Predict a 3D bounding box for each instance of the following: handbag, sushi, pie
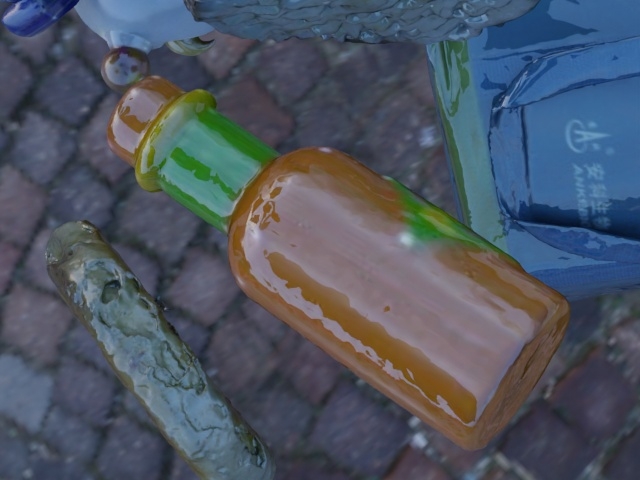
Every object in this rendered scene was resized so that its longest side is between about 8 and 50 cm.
[{"bbox_3d":[0.191,-0.093,1.111,0.241,0.222,0.263,-9,119,12],"label":"handbag"},{"bbox_3d":[0.014,-0.121,0.760,0.090,0.150,0.078,140,122,-65],"label":"sushi"},{"bbox_3d":[-0.096,0.064,1.087,0.046,0.195,0.195,-39,84,-7],"label":"pie"}]

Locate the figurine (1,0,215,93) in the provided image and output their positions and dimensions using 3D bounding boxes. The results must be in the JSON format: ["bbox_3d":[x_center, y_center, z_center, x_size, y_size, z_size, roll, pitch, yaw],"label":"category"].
[{"bbox_3d":[-0.176,-0.225,1.438,0.133,0.274,0.194,-27,49,53],"label":"figurine"}]

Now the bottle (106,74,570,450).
[{"bbox_3d":[0.000,0.000,0.715,0.187,0.069,0.069,34,112,15],"label":"bottle"}]
